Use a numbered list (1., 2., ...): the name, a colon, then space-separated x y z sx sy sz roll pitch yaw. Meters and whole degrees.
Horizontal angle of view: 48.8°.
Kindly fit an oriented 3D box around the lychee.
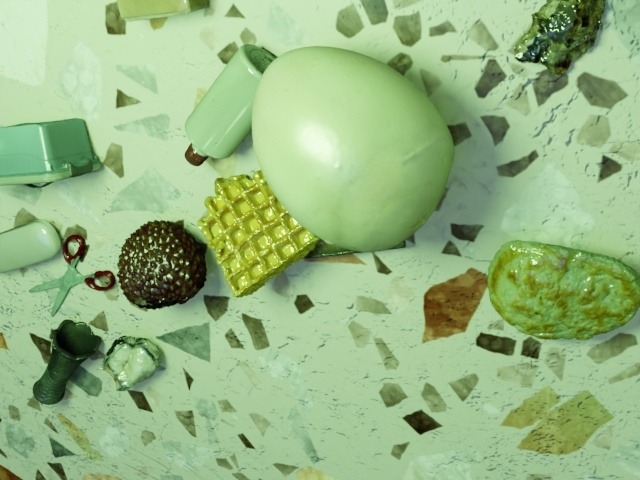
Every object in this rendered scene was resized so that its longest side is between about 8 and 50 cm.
1. lychee: -0.317 0.049 1.406 0.187 0.188 0.188 9 118 17

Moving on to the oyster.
1. oyster: 0.360 -0.314 1.035 0.103 0.051 0.148 26 111 -2

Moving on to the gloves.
1. gloves: -0.434 0.272 1.618 0.153 0.070 0.114 -39 91 31

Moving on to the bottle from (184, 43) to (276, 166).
1. bottle: -0.164 -0.224 1.248 0.104 0.104 0.245 43 121 -3

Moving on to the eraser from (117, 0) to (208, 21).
1. eraser: -0.292 -0.543 1.153 0.144 0.078 0.344 0 114 20

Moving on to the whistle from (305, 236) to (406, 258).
1. whistle: 0.000 0.001 1.323 0.326 0.057 0.068 -7 119 24

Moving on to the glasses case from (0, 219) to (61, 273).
1. glasses case: -0.680 0.016 1.588 0.233 0.059 0.092 -16 107 26

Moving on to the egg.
1. egg: 0.040 -0.148 1.103 0.345 0.283 0.283 44 122 7

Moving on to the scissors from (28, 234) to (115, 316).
1. scissors: -0.580 0.093 1.616 0.247 0.017 0.144 -33 100 32

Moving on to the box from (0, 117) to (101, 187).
1. box: -0.571 -0.169 1.403 0.226 0.162 0.130 -2 103 21

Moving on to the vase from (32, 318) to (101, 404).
1. vase: -0.620 0.301 1.689 0.115 0.115 0.237 38 124 0

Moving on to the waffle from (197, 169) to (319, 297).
1. waffle: -0.118 -0.042 1.315 0.229 0.057 0.219 -36 75 17

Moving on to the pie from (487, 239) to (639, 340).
1. pie: 0.406 0.082 1.193 0.247 0.090 0.201 13 130 15
